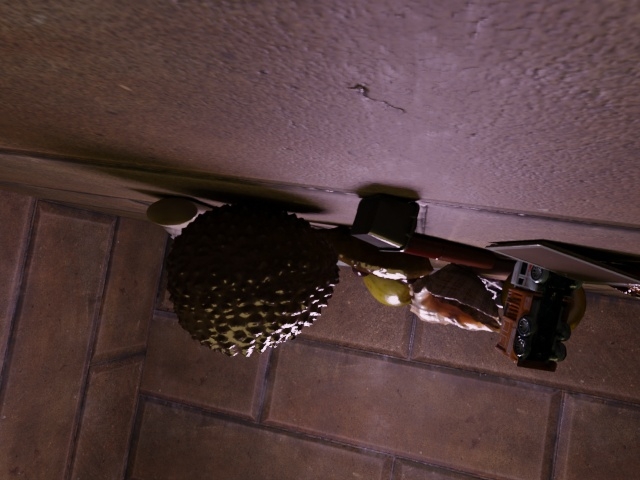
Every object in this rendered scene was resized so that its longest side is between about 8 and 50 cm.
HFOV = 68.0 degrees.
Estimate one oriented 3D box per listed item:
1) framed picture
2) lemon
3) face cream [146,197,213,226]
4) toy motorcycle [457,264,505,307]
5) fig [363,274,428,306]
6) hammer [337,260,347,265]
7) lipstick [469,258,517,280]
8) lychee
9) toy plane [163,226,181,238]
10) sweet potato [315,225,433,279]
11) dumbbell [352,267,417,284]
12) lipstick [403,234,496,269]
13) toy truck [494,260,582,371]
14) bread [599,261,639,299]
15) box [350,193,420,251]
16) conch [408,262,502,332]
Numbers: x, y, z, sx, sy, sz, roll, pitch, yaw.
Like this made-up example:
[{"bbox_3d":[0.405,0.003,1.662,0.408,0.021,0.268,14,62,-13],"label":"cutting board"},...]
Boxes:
[{"bbox_3d":[0.568,0.053,1.099,0.297,0.019,0.232,19,175,-9],"label":"framed picture"},{"bbox_3d":[0.689,0.191,1.493,0.241,0.240,0.219,9,169,12],"label":"lemon"},{"bbox_3d":[-0.375,-0.065,1.429,0.174,0.081,0.348,1,175,11],"label":"face cream"},{"bbox_3d":[0.641,0.148,1.748,0.327,0.143,0.188,25,-136,34],"label":"toy motorcycle"},{"bbox_3d":[0.279,0.124,1.852,0.271,0.239,0.239,38,175,-3],"label":"fig"},{"bbox_3d":[0.000,0.000,1.537,0.306,0.112,0.202,23,165,-41],"label":"hammer"},{"bbox_3d":[0.647,0.104,1.627,0.255,0.070,0.070,9,177,12],"label":"lipstick"},{"bbox_3d":[-0.168,0.082,1.151,0.433,0.379,0.380,-11,171,15],"label":"lychee"},{"bbox_3d":[-0.499,-0.047,1.839,0.253,0.118,0.252,12,176,1],"label":"toy plane"},{"bbox_3d":[0.117,0.030,1.368,0.424,0.130,0.130,11,177,10],"label":"sweet potato"},{"bbox_3d":[0.226,0.071,1.638,0.226,0.140,0.124,8,-155,34],"label":"dumbbell"},{"bbox_3d":[0.360,0.033,1.332,0.357,0.057,0.057,10,177,-31],"label":"lipstick"},{"bbox_3d":[0.592,0.189,1.312,0.137,0.304,0.162,11,-176,-14],"label":"toy truck"},{"bbox_3d":[0.778,0.100,1.131,0.140,0.095,0.269,26,-176,-30],"label":"bread"},{"bbox_3d":[0.102,-0.031,0.782,0.069,0.084,0.122,20,174,-14],"label":"box"},{"bbox_3d":[0.457,0.179,1.600,0.353,0.209,0.297,7,164,25],"label":"conch"}]
